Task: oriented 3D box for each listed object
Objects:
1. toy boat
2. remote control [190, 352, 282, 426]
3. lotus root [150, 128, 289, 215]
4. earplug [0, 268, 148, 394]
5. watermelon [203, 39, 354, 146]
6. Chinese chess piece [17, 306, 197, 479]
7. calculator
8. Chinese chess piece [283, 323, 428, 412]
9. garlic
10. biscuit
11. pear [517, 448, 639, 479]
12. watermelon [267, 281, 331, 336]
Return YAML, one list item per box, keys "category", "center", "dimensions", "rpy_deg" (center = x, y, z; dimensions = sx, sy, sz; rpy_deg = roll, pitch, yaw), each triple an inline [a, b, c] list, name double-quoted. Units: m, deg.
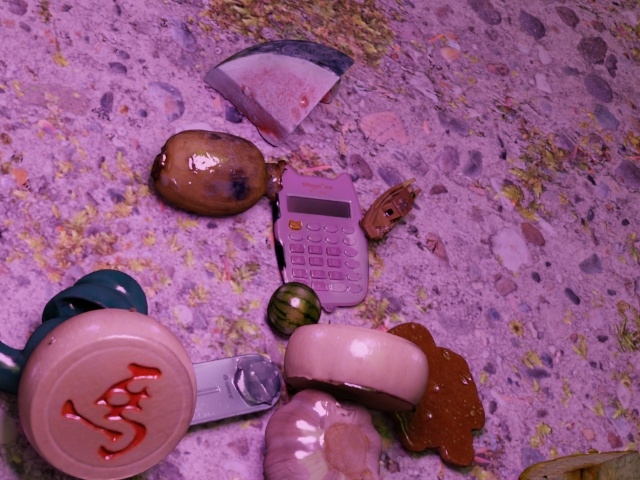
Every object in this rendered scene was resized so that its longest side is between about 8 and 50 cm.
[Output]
- category: "toy boat"
  center: [0.144, -0.065, 2.102]
  dimensions: [0.064, 0.072, 0.206]
  rpy_deg: [57, 41, -11]
- category: "remote control"
  center: [-0.178, 0.254, 1.792]
  dimensions: [0.247, 0.052, 0.104]
  rpy_deg: [-6, 69, -31]
- category: "lotus root"
  center: [-0.172, -0.118, 1.940]
  dimensions: [0.278, 0.154, 0.154]
  rpy_deg: [8, 61, -28]
- category: "earplug"
  center: [-0.407, 0.138, 1.697]
  dimensions: [0.257, 0.164, 0.280]
  rpy_deg: [15, 37, 21]
- category: "watermelon"
  center: [-0.040, -0.287, 2.080]
  dimensions: [0.319, 0.289, 0.214]
  rpy_deg: [5, 92, -40]
- category: "Chinese chess piece"
  center: [-0.321, 0.234, 1.608]
  dimensions: [0.273, 0.102, 0.273]
  rpy_deg: [-7, 111, -18]
- category: "calculator"
  center: [-0.001, 0.001, 2.036]
  dimensions: [0.194, 0.043, 0.294]
  rpy_deg: [6, 65, -26]
- category: "Chinese chess piece"
  center: [0.060, 0.220, 1.815]
  dimensions: [0.249, 0.249, 0.103]
  rpy_deg: [18, 72, -19]
- category: "garlic"
  center: [0.000, 0.363, 1.764]
  dimensions: [0.227, 0.152, 0.228]
  rpy_deg: [11, 64, -23]
- category: "biscuit"
  center: [0.204, 0.290, 1.982]
  dimensions: [0.208, 0.041, 0.290]
  rpy_deg: [-15, 73, -32]
- category: "pear"
  center: [0.465, 0.521, 1.946]
  dimensions: [0.288, 0.139, 0.239]
  rpy_deg: [-7, 83, -35]
- category: "watermelon"
  center: [-0.044, 0.126, 1.908]
  dimensions: [0.109, 0.109, 0.109]
  rpy_deg: [13, 59, -22]
